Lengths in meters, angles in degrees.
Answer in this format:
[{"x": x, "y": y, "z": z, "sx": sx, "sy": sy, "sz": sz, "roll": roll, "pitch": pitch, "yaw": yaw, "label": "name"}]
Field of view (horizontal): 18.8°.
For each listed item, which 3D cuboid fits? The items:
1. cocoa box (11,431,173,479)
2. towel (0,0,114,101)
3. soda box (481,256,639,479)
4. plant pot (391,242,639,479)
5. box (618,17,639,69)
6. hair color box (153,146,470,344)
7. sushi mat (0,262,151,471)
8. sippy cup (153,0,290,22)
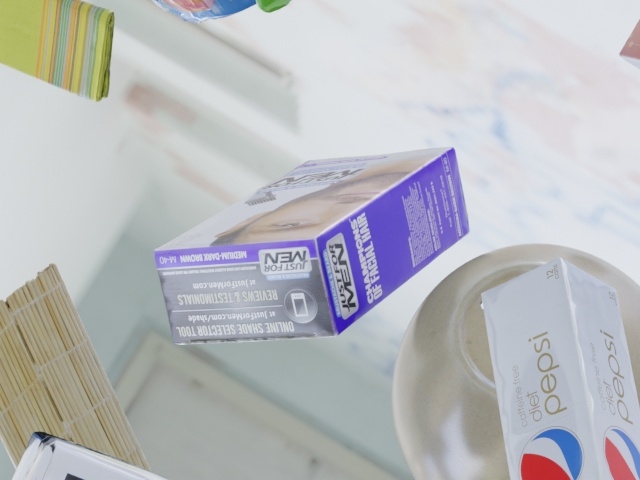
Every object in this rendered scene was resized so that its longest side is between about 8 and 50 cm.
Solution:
[{"x": -0.114, "y": 0.324, "z": 1.574, "sx": 0.231, "sy": 0.347, "sz": 0.228, "roll": -68, "pitch": 11, "yaw": -8, "label": "cocoa box"}, {"x": -0.320, "y": -0.233, "z": 2.089, "sx": 0.021, "sy": 0.237, "sz": 0.102, "roll": -23, "pitch": -50, "yaw": -54, "label": "towel"}, {"x": 0.166, "y": 0.126, "z": 1.264, "sx": 0.069, "sy": 0.074, "sz": 0.216, "roll": -27, "pitch": 54, "yaw": 31, "label": "soda box"}, {"x": 0.193, "y": 0.117, "z": 1.761, "sx": 0.284, "sy": 0.284, "sz": 0.191, "roll": -58, "pitch": -21, "yaw": -15, "label": "plant pot"}, {"x": 0.445, "y": -0.257, "z": 2.218, "sx": 0.170, "sy": 0.091, "sz": 0.130, "roll": -60, "pitch": 21, "yaw": 0, "label": "box"}, {"x": 0.000, "y": 0.000, "z": 1.962, "sx": 0.339, "sy": 0.185, "sz": 0.110, "roll": -37, "pitch": -62, "yaw": -58, "label": "hair color box"}, {"x": -0.256, "y": 0.193, "z": 1.944, "sx": 0.019, "sy": 0.316, "sz": 0.151, "roll": -3, "pitch": 28, "yaw": 44, "label": "sushi mat"}, {"x": -0.125, "y": -0.324, "z": 1.754, "sx": 0.224, "sy": 0.240, "sz": 0.305, "roll": 56, "pitch": -152, "yaw": -55, "label": "sippy cup"}]
